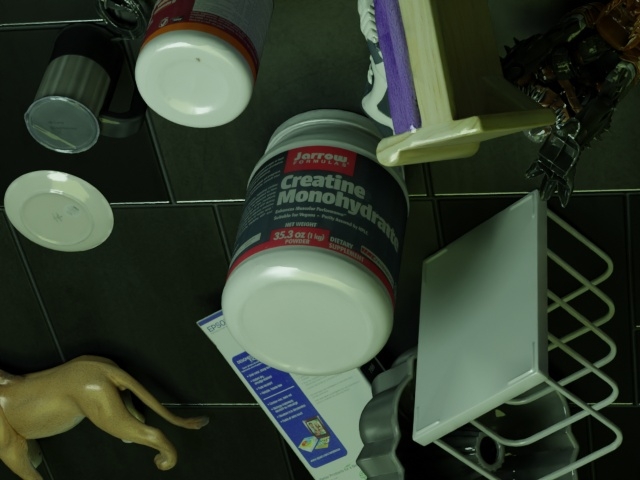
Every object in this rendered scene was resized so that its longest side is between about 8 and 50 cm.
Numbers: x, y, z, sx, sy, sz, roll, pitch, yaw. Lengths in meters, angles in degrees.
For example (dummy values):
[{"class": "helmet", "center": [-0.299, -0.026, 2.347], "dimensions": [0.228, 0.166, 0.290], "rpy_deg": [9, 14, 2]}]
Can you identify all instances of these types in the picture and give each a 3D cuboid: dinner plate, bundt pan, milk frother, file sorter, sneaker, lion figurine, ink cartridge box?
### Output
[{"class": "dinner plate", "center": [-0.332, -0.032, 2.154], "dimensions": [0.141, 0.017, 0.141], "rpy_deg": [4, 135, 4]}, {"class": "bundt pan", "center": [0.175, 0.273, 2.170], "dimensions": [0.331, 0.331, 0.124], "rpy_deg": [38, 147, -25]}, {"class": "milk frother", "center": [-0.256, -0.193, 1.893], "dimensions": [0.129, 0.135, 0.143], "rpy_deg": [1, 135, 9]}, {"class": "file sorter", "center": [0.241, 0.125, 2.024], "dimensions": [0.173, 0.278, 0.193], "rpy_deg": [35, 131, -28]}, {"class": "sneaker", "center": [0.079, -0.195, 1.859], "dimensions": [0.235, 0.094, 0.153], "rpy_deg": [61, 158, -9]}, {"class": "lion figurine", "center": [-0.375, 0.231, 2.363], "dimensions": [0.392, 0.142, 0.240], "rpy_deg": [-19, 122, 9]}, {"class": "ink cartridge box", "center": [0.000, 0.191, 2.242], "dimensions": [0.165, 0.065, 0.333], "rpy_deg": [-26, 108, 31]}]

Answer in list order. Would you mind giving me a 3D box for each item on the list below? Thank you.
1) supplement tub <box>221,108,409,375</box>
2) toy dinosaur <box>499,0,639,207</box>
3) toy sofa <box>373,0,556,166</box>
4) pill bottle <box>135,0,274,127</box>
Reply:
[{"class": "supplement tub", "center": [0.000, 0.000, 1.940], "dimensions": [0.191, 0.272, 0.191], "rpy_deg": [5, 135, 5]}, {"class": "toy dinosaur", "center": [0.259, -0.180, 1.750], "dimensions": [0.164, 0.218, 0.322], "rpy_deg": [36, 154, 25]}, {"class": "toy sofa", "center": [0.082, -0.255, 1.615], "dimensions": [0.177, 0.150, 0.363], "rpy_deg": [-12, 89, 35]}, {"class": "pill bottle", "center": [-0.113, -0.230, 1.767], "dimensions": [0.121, 0.221, 0.121], "rpy_deg": [5, 136, 5]}]
